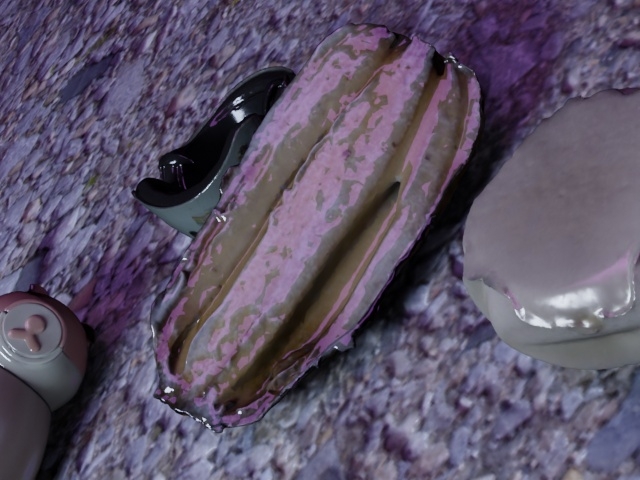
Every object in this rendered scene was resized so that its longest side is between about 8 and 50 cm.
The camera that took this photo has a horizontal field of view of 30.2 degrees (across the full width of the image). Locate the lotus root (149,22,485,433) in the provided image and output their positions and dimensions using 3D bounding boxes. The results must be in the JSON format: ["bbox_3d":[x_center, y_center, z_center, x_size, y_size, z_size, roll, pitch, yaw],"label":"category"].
[{"bbox_3d":[0.000,0.001,0.886,0.167,0.078,0.329,36,89,25],"label":"lotus root"}]

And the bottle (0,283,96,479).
[{"bbox_3d":[-0.290,0.146,1.030,0.147,0.147,0.237,-1,49,47],"label":"bottle"}]

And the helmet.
[{"bbox_3d":[-0.059,-0.059,0.995,0.153,0.107,0.177,-30,18,33],"label":"helmet"}]

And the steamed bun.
[{"bbox_3d":[0.175,-0.002,0.681,0.182,0.106,0.183,-30,36,25],"label":"steamed bun"}]
